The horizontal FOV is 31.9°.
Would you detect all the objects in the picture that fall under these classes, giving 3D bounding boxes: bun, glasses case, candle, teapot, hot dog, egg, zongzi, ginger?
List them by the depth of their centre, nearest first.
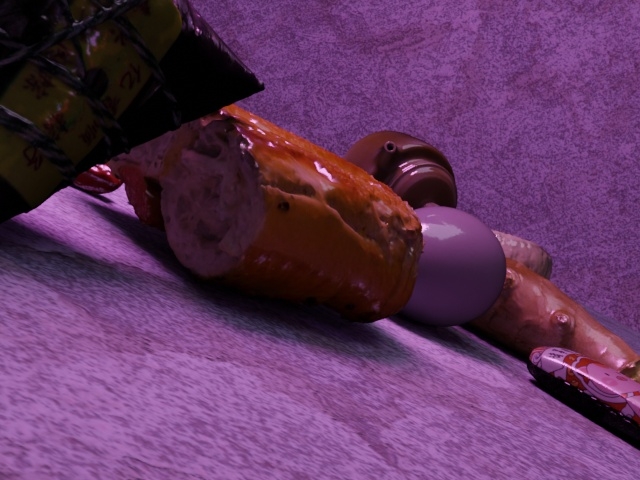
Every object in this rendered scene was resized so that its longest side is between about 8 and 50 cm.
[{"bbox_3d":[-0.227,-0.158,1.095,0.319,0.383,0.362,42,2,42],"label":"zongzi"},{"bbox_3d":[-0.053,-0.038,1.362,0.365,0.196,0.367,17,17,-41],"label":"hot dog"},{"bbox_3d":[-0.401,-0.135,1.397,0.329,0.048,0.051,25,48,-10],"label":"candle"},{"bbox_3d":[0.406,0.220,1.550,0.266,0.067,0.103,30,14,37],"label":"glasses case"},{"bbox_3d":[0.168,0.038,1.625,0.231,0.176,0.176,4,21,-46],"label":"egg"},{"bbox_3d":[0.140,-0.057,1.775,0.175,0.185,0.268,40,-18,55],"label":"teapot"},{"bbox_3d":[0.353,0.159,1.802,0.375,0.166,0.236,49,-22,20],"label":"ginger"},{"bbox_3d":[0.308,0.067,2.013,0.243,0.153,0.244,11,-12,2],"label":"bun"}]
